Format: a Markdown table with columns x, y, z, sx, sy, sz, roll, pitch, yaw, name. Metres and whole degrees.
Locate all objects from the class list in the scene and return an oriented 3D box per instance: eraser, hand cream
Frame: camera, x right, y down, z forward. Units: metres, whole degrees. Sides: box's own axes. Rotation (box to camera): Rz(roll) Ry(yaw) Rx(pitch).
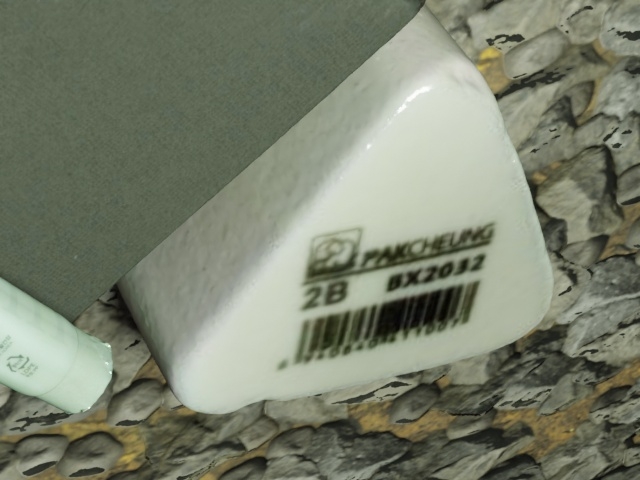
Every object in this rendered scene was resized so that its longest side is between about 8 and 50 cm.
| x | y | z | sx | sy | sz | roll | pitch | yaw | name |
| --- | --- | --- | --- | --- | --- | --- | --- | --- | --- |
| 0.000 | 0.000 | 1.317 | 0.331 | 0.150 | 0.331 | -17 | 140 | -15 | eraser |
| -0.199 | 0.039 | 0.973 | 0.078 | 0.050 | 0.205 | -40 | 136 | 14 | hand cream |

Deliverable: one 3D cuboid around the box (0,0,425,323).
| x | y | z | sx | sy | sz | roll | pitch | yaw | name |
| --- | --- | --- | --- | --- | --- | --- | --- | --- | --- |
| -0.165 | -0.137 | 1.008 | 0.345 | 0.204 | 0.251 | -40 | 141 | 11 | box |
